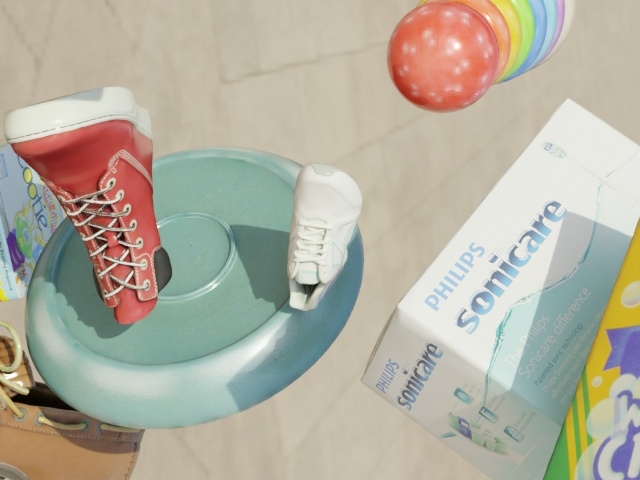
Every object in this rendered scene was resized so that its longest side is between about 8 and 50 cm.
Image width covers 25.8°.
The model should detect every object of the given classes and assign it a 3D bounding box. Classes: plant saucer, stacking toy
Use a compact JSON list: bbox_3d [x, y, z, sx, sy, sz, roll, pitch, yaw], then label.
[{"bbox_3d":[-0.121,0.024,1.251,0.043,0.318,0.317,71,20,-48],"label":"plant saucer"},{"bbox_3d":[0.133,-0.179,1.220,0.330,0.141,0.141,-49,131,-63],"label":"stacking toy"}]

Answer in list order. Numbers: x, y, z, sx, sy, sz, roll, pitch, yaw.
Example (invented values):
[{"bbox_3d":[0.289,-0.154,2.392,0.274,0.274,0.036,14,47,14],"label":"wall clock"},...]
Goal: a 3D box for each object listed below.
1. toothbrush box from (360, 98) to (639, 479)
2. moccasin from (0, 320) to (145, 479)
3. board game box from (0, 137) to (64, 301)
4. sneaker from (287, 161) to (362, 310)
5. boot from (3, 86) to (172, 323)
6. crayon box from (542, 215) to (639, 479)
[{"bbox_3d":[0.211,0.082,0.918,0.216,0.295,0.126,-49,170,-29],"label":"toothbrush box"},{"bbox_3d":[-0.316,0.140,1.302,0.380,0.139,0.147,30,87,-34],"label":"moccasin"},{"bbox_3d":[-0.407,-0.008,1.370,0.142,0.275,0.144,-50,130,-73],"label":"board game box"},{"bbox_3d":[0.000,0.000,1.116,0.152,0.054,0.061,93,13,-50],"label":"sneaker"},{"bbox_3d":[-0.169,-0.022,1.086,0.244,0.088,0.176,13,68,-82],"label":"boot"},{"bbox_3d":[0.240,0.065,0.709,0.083,0.203,0.323,40,63,-32],"label":"crayon box"}]
